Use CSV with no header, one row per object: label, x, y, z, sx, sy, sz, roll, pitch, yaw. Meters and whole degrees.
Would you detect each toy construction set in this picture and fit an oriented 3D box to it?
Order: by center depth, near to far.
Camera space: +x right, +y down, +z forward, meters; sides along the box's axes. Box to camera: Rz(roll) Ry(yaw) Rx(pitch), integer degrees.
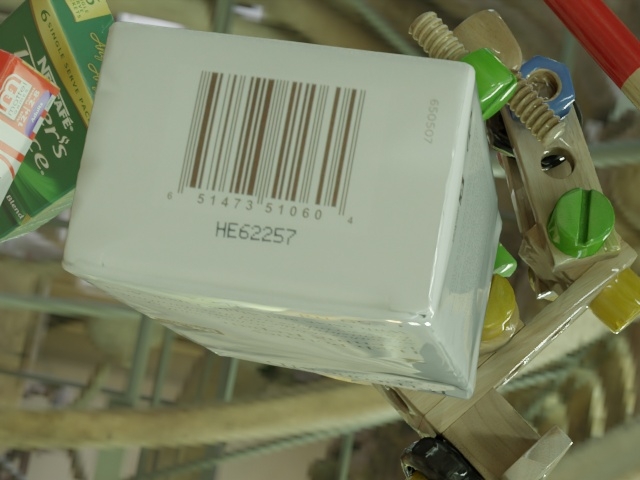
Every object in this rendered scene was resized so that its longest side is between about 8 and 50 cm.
toy construction set,0.118,0.025,0.894,0.237,0.257,0.309,52,-39,19

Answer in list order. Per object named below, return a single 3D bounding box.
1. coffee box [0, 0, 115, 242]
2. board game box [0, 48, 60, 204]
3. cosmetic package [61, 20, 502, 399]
coffee box,-0.172,-0.075,0.966,0.184,0.040,0.113,-24,-93,51
board game box,-0.230,-0.040,0.697,0.147,0.193,0.045,-66,158,-6
cosmetic package,0.000,0.000,0.571,0.231,0.117,0.085,53,46,-74
